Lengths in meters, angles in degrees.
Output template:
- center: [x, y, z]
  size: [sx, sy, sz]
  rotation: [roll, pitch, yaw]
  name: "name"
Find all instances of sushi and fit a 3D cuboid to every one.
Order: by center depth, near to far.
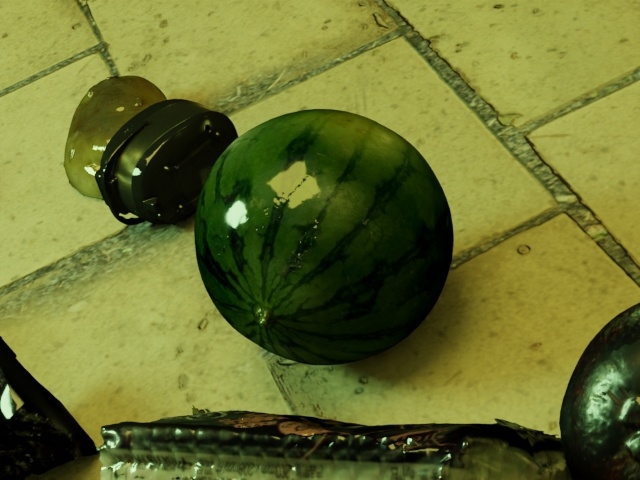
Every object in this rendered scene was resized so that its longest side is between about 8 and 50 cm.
- center: [-0.336, 0.177, 1.743]
  size: [0.150, 0.153, 0.172]
  rotation: [-45, 57, -1]
  name: "sushi"

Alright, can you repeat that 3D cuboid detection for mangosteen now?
- center: [0.286, 0.138, 1.369]
  size: [0.216, 0.216, 0.216]
  rotation: [-16, 33, 11]
  name: "mangosteen"

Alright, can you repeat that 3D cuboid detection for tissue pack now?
- center: [0.017, 0.195, 1.440]
  size: [0.332, 0.123, 0.245]
  rotation: [-1, -6, 30]
  name: "tissue pack"

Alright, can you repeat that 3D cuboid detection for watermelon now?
- center: [0.002, -0.003, 1.702]
  size: [0.242, 0.242, 0.242]
  rotation: [-16, 33, 11]
  name: "watermelon"

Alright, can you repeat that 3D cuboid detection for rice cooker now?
- center: [-0.167, -0.086, 2.049]
  size: [0.106, 0.112, 0.165]
  rotation: [17, 49, 38]
  name: "rice cooker"

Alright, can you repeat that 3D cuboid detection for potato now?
- center: [-0.238, -0.134, 2.197]
  size: [0.164, 0.081, 0.200]
  rotation: [-20, 34, 3]
  name: "potato"

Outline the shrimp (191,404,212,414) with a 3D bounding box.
- center: [-0.114, 0.192, 1.690]
  size: [0.083, 0.023, 0.114]
  rotation: [-31, 36, -7]
  name: "shrimp"
